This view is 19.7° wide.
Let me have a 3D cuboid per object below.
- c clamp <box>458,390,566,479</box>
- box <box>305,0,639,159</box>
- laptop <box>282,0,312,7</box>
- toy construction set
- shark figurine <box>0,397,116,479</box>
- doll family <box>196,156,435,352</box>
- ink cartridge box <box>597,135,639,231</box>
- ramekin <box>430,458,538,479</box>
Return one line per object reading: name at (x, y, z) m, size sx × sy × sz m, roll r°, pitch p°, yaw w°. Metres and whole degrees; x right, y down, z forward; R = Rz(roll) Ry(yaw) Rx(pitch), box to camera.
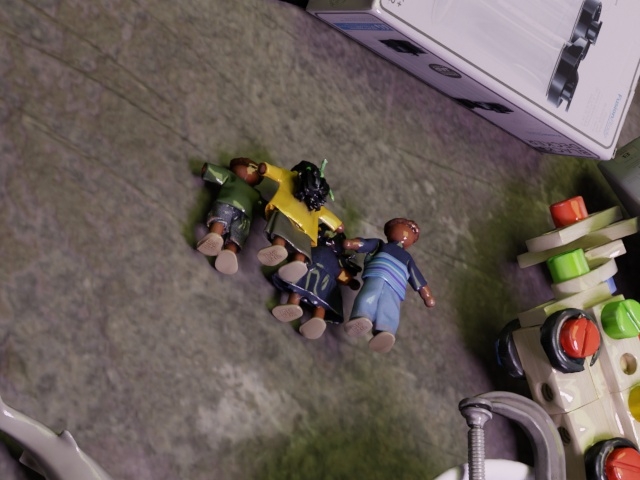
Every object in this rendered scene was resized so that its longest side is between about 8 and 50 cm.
c clamp at (0.114, 0.161, 1.174) m, size 0.137 × 0.022 × 0.160 m, roll 29°, pitch 50°, yaw -30°
box at (0.143, -0.196, 1.506) m, size 0.290 × 0.087 × 0.169 m, roll 25°, pitch 79°, yaw -35°
laptop at (-0.123, -0.409, 1.473) m, size 0.382 × 0.236 × 0.407 m, roll 9°, pitch 90°, yaw -41°
toy construction set at (0.250, 0.112, 1.443) m, size 0.215 × 0.151 × 0.327 m, roll -20°, pitch 77°, yaw -33°
shark figurine at (-0.120, 0.173, 1.075) m, size 0.166 × 0.116 × 0.278 m, roll -22°, pitch 86°, yaw -50°
doll family at (0.000, 0.000, 1.325) m, size 0.193 × 0.076 × 0.111 m, roll 44°, pitch 39°, yaw -25°
ink cartridge box at (0.324, 0.023, 1.538) m, size 0.189 × 0.066 × 0.232 m, roll 55°, pitch 1°, yaw -17°
ramekin at (0.099, 0.294, 1.204) m, size 0.277 × 0.135 × 0.277 m, roll 22°, pitch 54°, yaw -35°
